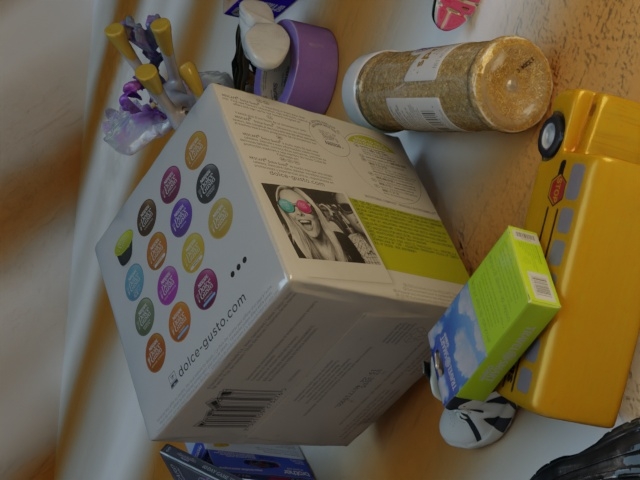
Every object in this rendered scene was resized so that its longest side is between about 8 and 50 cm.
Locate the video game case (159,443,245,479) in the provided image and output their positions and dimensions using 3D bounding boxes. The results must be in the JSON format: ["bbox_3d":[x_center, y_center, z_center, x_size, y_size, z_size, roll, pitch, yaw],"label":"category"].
[{"bbox_3d":[-0.116,0.425,1.685,0.274,0.026,0.196,16,140,37],"label":"video game case"}]

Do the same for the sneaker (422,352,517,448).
[{"bbox_3d":[0.168,0.173,1.295,0.235,0.153,0.094,-46,41,50],"label":"sneaker"}]

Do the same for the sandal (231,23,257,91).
[{"bbox_3d":[-0.142,-0.348,2.173,0.219,0.060,0.090,102,161,-53],"label":"sandal"}]

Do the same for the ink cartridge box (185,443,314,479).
[{"bbox_3d":[-0.146,0.317,1.851,0.065,0.186,0.311,-67,30,19],"label":"ink cartridge box"}]

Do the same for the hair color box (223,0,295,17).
[{"bbox_3d":[-0.073,-0.557,2.057,0.339,0.110,0.185,157,116,-62],"label":"hair color box"}]

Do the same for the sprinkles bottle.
[{"bbox_3d":[0.158,-0.202,1.464,0.355,0.121,0.121,13,94,63],"label":"sprinkles bottle"}]

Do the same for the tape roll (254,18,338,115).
[{"bbox_3d":[-0.046,-0.295,1.952,0.189,0.080,0.188,-29,57,60],"label":"tape roll"}]

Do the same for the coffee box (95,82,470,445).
[{"bbox_3d":[-0.052,0.048,1.473,0.337,0.338,0.334,-49,48,32],"label":"coffee box"}]

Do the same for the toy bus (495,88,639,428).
[{"bbox_3d":[0.276,0.014,1.136,0.130,0.108,0.332,-159,82,-73],"label":"toy bus"}]

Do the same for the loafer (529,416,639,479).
[{"bbox_3d":[0.284,0.256,1.121,0.223,0.076,0.078,-46,33,45],"label":"loafer"}]

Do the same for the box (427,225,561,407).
[{"bbox_3d":[0.177,0.085,1.139,0.109,0.042,0.178,-97,28,-45],"label":"box"}]

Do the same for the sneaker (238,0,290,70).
[{"bbox_3d":[-0.105,-0.339,1.928,0.212,0.080,0.094,-105,22,-51],"label":"sneaker"}]

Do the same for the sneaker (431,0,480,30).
[{"bbox_3d":[0.187,-0.373,1.524,0.075,0.063,0.170,12,89,64],"label":"sneaker"}]

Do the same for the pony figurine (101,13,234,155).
[{"bbox_3d":[-0.302,-0.280,2.207,0.351,0.303,0.363,51,168,43],"label":"pony figurine"}]
